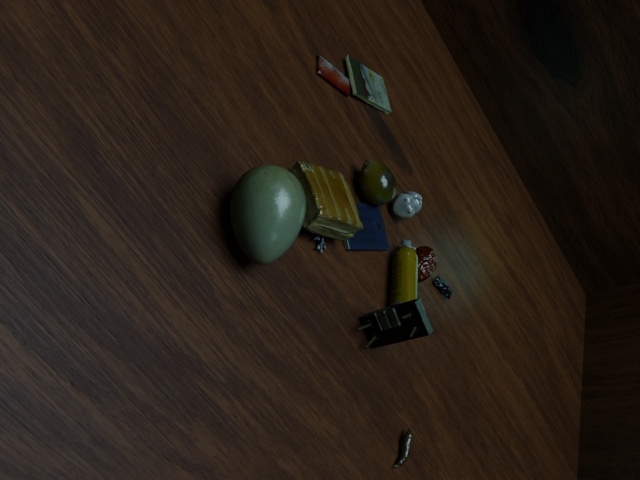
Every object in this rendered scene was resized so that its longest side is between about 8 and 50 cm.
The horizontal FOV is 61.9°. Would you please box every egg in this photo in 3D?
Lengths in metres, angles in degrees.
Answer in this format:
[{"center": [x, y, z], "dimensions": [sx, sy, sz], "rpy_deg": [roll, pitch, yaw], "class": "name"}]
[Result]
[{"center": [-0.153, -0.075, 1.538], "dimensions": [0.218, 0.218, 0.295], "rpy_deg": [24, 64, -41], "class": "egg"}]

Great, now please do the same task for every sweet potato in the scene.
[{"center": [0.285, 0.710, 1.813], "dimensions": [0.041, 0.038, 0.153], "rpy_deg": [34, 53, -3], "class": "sweet potato"}]

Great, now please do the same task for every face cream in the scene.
[{"center": [0.328, 0.150, 2.083], "dimensions": [0.105, 0.105, 0.348], "rpy_deg": [35, 48, -34], "class": "face cream"}]

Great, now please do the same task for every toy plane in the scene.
[{"center": [0.000, 0.000, 1.831], "dimensions": [0.078, 0.031, 0.083], "rpy_deg": [45, 43, -49], "class": "toy plane"}]

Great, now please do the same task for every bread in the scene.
[{"center": [0.012, -0.140, 1.828], "dimensions": [0.239, 0.111, 0.246], "rpy_deg": [15, 50, -48], "class": "bread"}]

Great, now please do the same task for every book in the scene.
[{"center": [0.219, -0.705, 2.430], "dimensions": [0.289, 0.026, 0.201], "rpy_deg": [8, 65, -50], "class": "book"}, {"center": [0.164, -0.053, 2.056], "dimensions": [0.269, 0.025, 0.190], "rpy_deg": [1, 73, -50], "class": "book"}]

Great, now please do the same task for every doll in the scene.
[{"center": [0.374, -0.155, 2.285], "dimensions": [0.181, 0.107, 0.110], "rpy_deg": [-24, 99, -51], "class": "doll"}]

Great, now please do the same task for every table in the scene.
[{"center": [0.235, 0.293, 1.793], "dimensions": [0.111, 0.240, 0.121], "rpy_deg": [-22, 89, -52], "class": "table"}]

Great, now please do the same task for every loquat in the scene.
[{"center": [0.222, -0.231, 2.118], "dimensions": [0.152, 0.152, 0.195], "rpy_deg": [-18, 95, -52], "class": "loquat"}]

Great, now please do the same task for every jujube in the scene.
[{"center": [0.421, 0.102, 2.224], "dimensions": [0.112, 0.109, 0.176], "rpy_deg": [30, 49, 11], "class": "jujube"}]

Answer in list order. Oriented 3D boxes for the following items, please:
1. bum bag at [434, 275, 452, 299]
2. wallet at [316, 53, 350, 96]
[{"center": [0.544, 0.206, 2.365], "dimensions": [0.124, 0.034, 0.058], "rpy_deg": [47, 51, -23], "class": "bum bag"}, {"center": [0.055, -0.690, 2.243], "dimensions": [0.196, 0.020, 0.103], "rpy_deg": [26, 53, -40], "class": "wallet"}]
